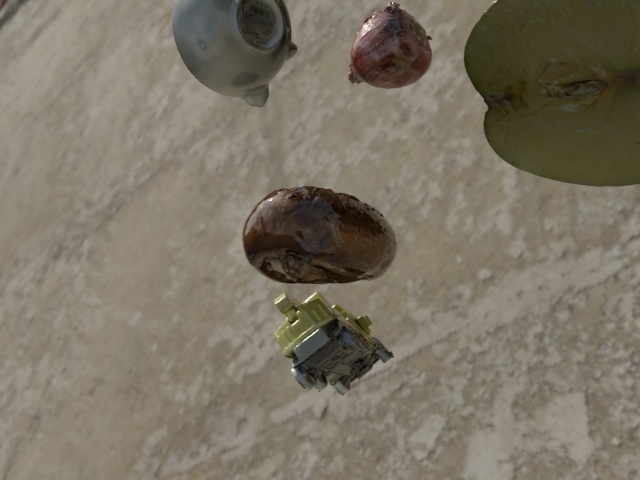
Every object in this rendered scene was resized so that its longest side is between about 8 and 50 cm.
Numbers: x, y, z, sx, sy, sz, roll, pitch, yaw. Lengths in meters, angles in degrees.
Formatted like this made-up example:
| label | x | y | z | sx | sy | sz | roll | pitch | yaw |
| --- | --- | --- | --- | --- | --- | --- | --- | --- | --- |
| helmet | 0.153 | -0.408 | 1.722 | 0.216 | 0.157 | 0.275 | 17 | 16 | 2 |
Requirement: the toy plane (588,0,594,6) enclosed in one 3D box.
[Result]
| label | x | y | z | sx | sy | sz | roll | pitch | yaw |
| --- | --- | --- | --- | --- | --- | --- | --- | --- | --- |
| toy plane | 0.136 | -0.152 | 0.495 | 0.024 | 0.084 | 0.078 | 24 | 118 | 31 |

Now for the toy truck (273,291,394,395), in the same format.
| label | x | y | z | sx | sy | sz | roll | pitch | yaw |
| --- | --- | --- | --- | --- | --- | --- | --- | --- | --- |
| toy truck | 0.010 | 0.166 | 1.734 | 0.124 | 0.272 | 0.157 | -39 | 69 | 8 |

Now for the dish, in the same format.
| label | x | y | z | sx | sy | sz | roll | pitch | yaw |
| --- | --- | --- | --- | --- | --- | --- | --- | --- | --- |
| dish | -0.106 | -0.332 | 1.526 | 0.086 | 0.236 | 0.228 | 0 | 49 | 50 |

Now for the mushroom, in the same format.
| label | x | y | z | sx | sy | sz | roll | pitch | yaw |
| --- | --- | --- | --- | --- | --- | --- | --- | --- | --- |
| mushroom | 0.000 | 0.000 | 1.607 | 0.253 | 0.253 | 0.153 | -7 | 73 | 52 |

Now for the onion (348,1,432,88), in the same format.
| label | x | y | z | sx | sy | sz | roll | pitch | yaw |
| --- | --- | --- | --- | --- | --- | --- | --- | --- | --- |
| onion | 0.124 | -0.365 | 2.010 | 0.195 | 0.159 | 0.160 | -32 | 38 | 33 |

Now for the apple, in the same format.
| label | x | y | z | sx | sy | sz | roll | pitch | yaw |
| --- | --- | --- | --- | --- | --- | --- | --- | --- | --- |
| apple | 0.411 | -0.261 | 1.593 | 0.360 | 0.311 | 0.320 | -2 | 80 | 40 |
